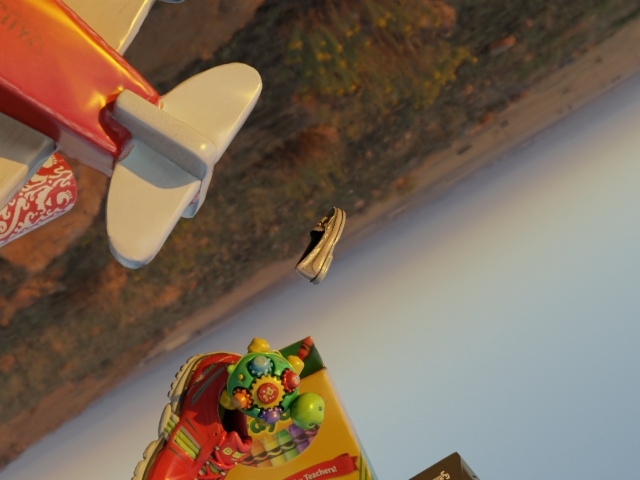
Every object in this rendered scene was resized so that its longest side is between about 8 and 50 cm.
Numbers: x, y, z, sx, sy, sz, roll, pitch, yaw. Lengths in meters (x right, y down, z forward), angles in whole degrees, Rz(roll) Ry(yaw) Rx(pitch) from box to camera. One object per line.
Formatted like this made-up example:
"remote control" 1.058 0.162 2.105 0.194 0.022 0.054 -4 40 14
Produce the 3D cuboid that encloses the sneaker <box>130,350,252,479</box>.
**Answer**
"sneaker" -0.143 0.262 1.142 0.118 0.279 0.107 -4 150 32

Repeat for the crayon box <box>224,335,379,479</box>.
"crayon box" -0.039 0.322 1.352 0.202 0.319 0.081 -26 175 1

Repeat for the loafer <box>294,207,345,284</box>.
"loafer" 0.000 0.000 1.237 0.045 0.039 0.125 -43 -158 48

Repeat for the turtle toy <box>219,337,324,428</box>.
"turtle toy" -0.054 0.181 1.126 0.095 0.130 0.066 -61 -166 0

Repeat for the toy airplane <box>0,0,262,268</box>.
"toy airplane" -0.247 -0.138 0.761 0.386 0.385 0.272 -11 -179 -32

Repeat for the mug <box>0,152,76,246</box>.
"mug" -0.402 -0.066 1.166 0.113 0.150 0.169 -21 -173 38

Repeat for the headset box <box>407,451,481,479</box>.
"headset box" 0.044 0.338 0.904 0.218 0.110 0.293 -12 146 -50
